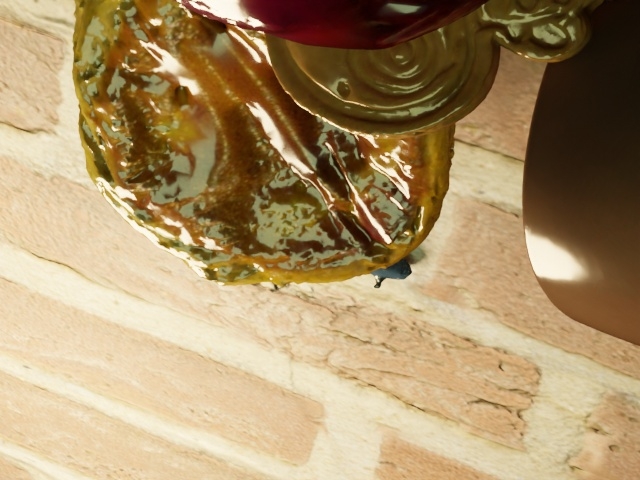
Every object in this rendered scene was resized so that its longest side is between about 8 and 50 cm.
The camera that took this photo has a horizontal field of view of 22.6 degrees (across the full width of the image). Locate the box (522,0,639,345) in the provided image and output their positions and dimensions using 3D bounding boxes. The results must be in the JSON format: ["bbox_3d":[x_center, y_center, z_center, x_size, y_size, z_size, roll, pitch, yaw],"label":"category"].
[{"bbox_3d":[0.289,-0.046,1.147,0.216,0.301,0.301,2,134,34],"label":"box"}]

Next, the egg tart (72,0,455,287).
[{"bbox_3d":[-0.049,-0.116,1.347,0.351,0.153,0.339,26,129,-3],"label":"egg tart"}]

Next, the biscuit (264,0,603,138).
[{"bbox_3d":[0.090,-0.185,1.131,0.288,0.044,0.202,-17,81,22],"label":"biscuit"}]

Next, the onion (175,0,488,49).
[{"bbox_3d":[-0.025,-0.329,0.971,0.420,0.398,0.398,23,144,34],"label":"onion"}]

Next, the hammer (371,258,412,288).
[{"bbox_3d":[0.000,0.000,1.527,0.194,0.069,0.116,22,178,-15],"label":"hammer"}]
